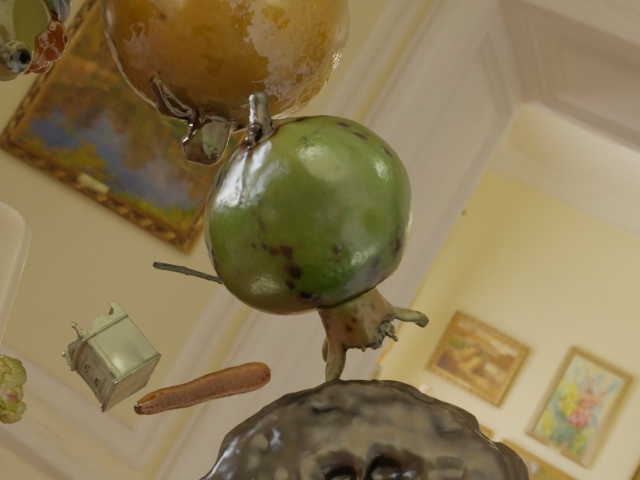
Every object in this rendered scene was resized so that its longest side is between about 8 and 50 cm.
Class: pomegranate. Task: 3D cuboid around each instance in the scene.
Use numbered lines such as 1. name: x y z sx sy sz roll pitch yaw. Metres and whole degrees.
1. pomegranate: 0.002 0.001 0.735 0.156 0.156 0.220 25 -23 39

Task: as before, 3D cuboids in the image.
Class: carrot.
1. carrot: -0.159 0.206 1.371 0.043 0.043 0.248 26 21 36

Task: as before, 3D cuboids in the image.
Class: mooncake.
1. mooncake: 0.025 0.196 0.599 0.228 0.228 0.124 27 -32 27

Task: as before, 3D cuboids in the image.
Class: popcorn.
1. popcorn: -0.468 0.208 1.411 0.089 0.097 0.109 5 41 -52

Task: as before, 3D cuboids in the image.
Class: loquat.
1. loquat: -0.125 -0.269 1.273 0.328 0.360 0.328 6 -16 2

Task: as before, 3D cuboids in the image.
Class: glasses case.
1. glasses case: -0.293 0.043 0.805 0.083 0.050 0.196 24 42 -25

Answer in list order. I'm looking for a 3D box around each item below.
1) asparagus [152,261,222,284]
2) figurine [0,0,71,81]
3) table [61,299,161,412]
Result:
1. asparagus: -0.174 0.050 1.420 0.166 0.016 0.013 17 19 -43
2. figurine: -0.434 -0.264 1.168 0.224 0.205 0.382 6 25 -1
3. table: -0.227 0.124 1.062 0.083 0.062 0.079 49 -39 12
